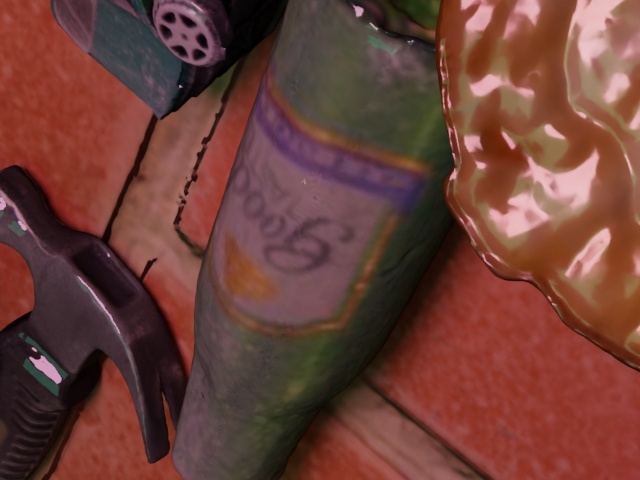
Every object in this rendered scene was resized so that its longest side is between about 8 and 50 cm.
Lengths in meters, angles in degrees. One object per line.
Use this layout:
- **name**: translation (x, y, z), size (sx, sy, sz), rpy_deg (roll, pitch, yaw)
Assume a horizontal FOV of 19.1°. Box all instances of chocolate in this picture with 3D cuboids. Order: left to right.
- **chocolate**: translation (0.000, 0.000, 0.808), size (0.110, 0.110, 0.291), rpy_deg (36, 130, 15)

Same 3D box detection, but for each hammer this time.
- **hammer**: translation (-0.158, 0.084, 0.992), size (0.159, 0.041, 0.226), rpy_deg (48, 129, 8)

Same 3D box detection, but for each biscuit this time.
- **biscuit**: translation (0.161, -0.063, 0.649), size (0.260, 0.041, 0.203), rpy_deg (-31, 88, 15)

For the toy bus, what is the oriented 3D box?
- **toy bus**: translation (-0.046, -0.156, 0.723), size (0.109, 0.091, 0.262), rpy_deg (38, 147, 16)
